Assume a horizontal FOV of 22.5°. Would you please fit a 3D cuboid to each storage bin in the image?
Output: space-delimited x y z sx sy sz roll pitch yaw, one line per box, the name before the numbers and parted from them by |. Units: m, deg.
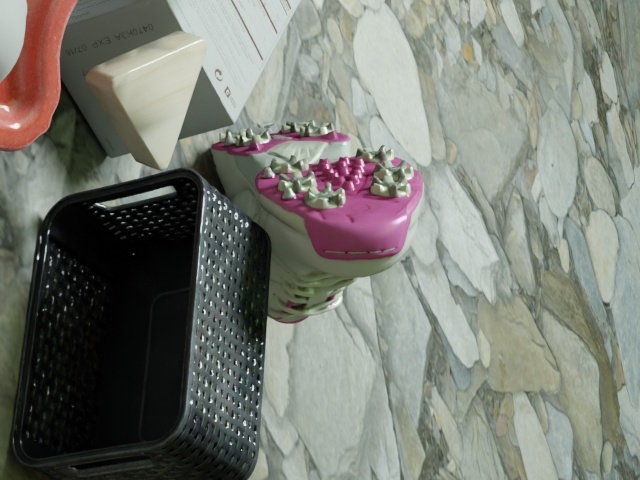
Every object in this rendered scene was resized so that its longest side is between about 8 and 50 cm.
storage bin | -0.105 0.060 0.973 0.084 0.122 0.180 42 43 -50

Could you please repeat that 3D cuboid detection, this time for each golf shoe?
golf shoe | 0.000 0.000 1.110 0.306 0.115 0.140 -137 -136 -73

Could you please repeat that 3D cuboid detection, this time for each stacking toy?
stacking toy | -0.156 -0.203 0.913 0.279 0.130 0.309 32 81 -59

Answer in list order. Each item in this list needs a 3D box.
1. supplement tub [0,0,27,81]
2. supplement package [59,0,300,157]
supplement tub | -0.251 -0.210 0.669 0.228 0.228 0.316 7 73 -63
supplement package | -0.097 -0.157 1.102 0.105 0.105 0.179 61 30 -28
